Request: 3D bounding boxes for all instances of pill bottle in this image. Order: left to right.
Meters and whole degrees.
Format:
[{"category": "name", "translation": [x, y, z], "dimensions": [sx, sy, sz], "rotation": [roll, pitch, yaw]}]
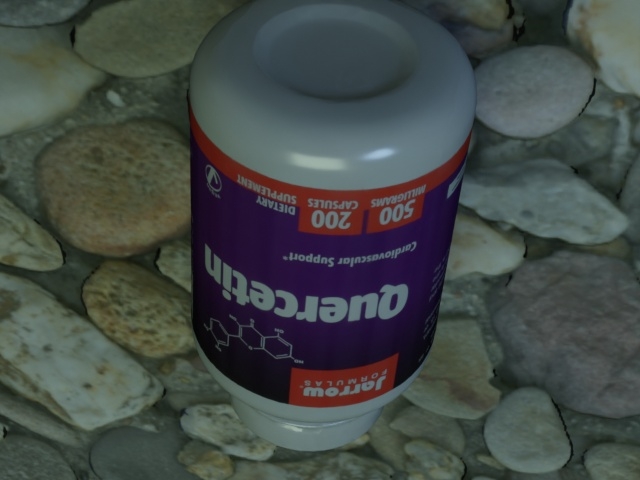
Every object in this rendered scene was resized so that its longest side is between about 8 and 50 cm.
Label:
[{"category": "pill bottle", "translation": [0.000, 0.000, 0.924], "dimensions": [0.181, 0.181, 0.323], "rotation": [9, 134, 5]}]
